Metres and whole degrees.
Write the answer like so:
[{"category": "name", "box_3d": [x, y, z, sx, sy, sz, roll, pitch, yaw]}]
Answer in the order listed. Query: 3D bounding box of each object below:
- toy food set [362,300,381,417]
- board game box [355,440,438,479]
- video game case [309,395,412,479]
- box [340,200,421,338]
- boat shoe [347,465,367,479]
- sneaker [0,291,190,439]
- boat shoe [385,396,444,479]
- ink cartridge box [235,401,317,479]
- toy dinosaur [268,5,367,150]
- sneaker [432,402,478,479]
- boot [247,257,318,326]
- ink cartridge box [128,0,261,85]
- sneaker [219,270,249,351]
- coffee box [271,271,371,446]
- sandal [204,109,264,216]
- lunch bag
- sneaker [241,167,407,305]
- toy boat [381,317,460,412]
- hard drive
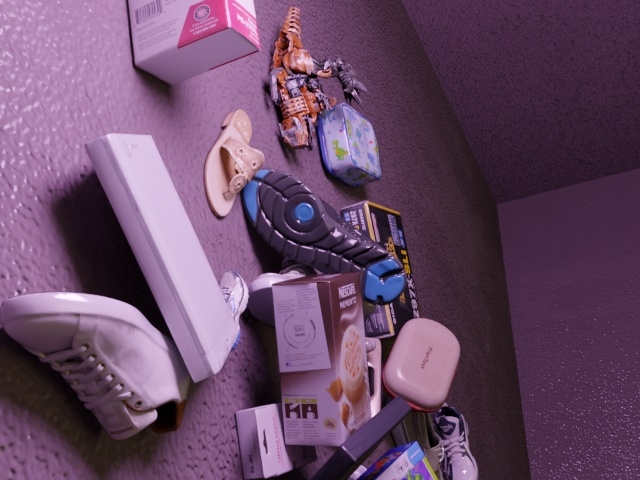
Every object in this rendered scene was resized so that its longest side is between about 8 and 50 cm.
[{"category": "toy food set", "box_3d": [0.082, 0.221, 1.459, 0.306, 0.092, 0.220, 67, 21, -50]}, {"category": "board game box", "box_3d": [0.098, 0.518, 1.175, 0.347, 0.078, 0.233, -25, 84, -48]}, {"category": "video game case", "box_3d": [0.015, 0.362, 1.103, 0.035, 0.248, 0.275, 44, 17, 15]}, {"category": "box", "box_3d": [0.157, 0.079, 1.800, 0.257, 0.079, 0.322, 14, 64, -67]}, {"category": "boat shoe", "box_3d": [0.090, 0.568, 1.298, 0.103, 0.118, 0.321, 6, 64, -62]}, {"category": "sneaker", "box_3d": [-0.231, 0.147, 0.804, 0.290, 0.105, 0.123, 44, 36, -54]}, {"category": "boat shoe", "box_3d": [0.242, 0.494, 1.720, 0.303, 0.094, 0.109, 66, 24, -21]}, {"category": "ink cartridge box", "box_3d": [-0.075, 0.308, 1.133, 0.180, 0.060, 0.104, 16, 62, -64]}, {"category": "toy dinosaur", "box_3d": [-0.029, -0.345, 1.545, 0.218, 0.164, 0.322, 11, 88, -48]}, {"category": "sneaker", "box_3d": [0.353, 0.542, 1.955, 0.153, 0.094, 0.235, 56, 29, -37]}, {"category": "boot", "box_3d": [-0.061, 0.084, 1.287, 0.258, 0.095, 0.124, 53, 24, -59]}, {"category": "ink cartridge box", "box_3d": [-0.201, -0.386, 1.114, 0.100, 0.171, 0.238, 19, 59, -64]}, {"category": "sneaker", "box_3d": [-0.147, 0.100, 1.108, 0.058, 0.052, 0.135, 43, 38, -46]}, {"category": "coffee box", "box_3d": [0.005, 0.180, 1.142, 0.141, 0.098, 0.247, -10, 95, -68]}, {"category": "sandal", "box_3d": [-0.134, -0.149, 1.249, 0.088, 0.079, 0.240, 55, 30, -40]}, {"category": "lunch bag", "box_3d": [0.071, -0.231, 1.766, 0.219, 0.090, 0.176, 14, 65, -65]}, {"category": "sneaker", "box_3d": [0.000, 0.000, 1.324, 0.340, 0.125, 0.139, 39, 1, 0]}, {"category": "toy boat", "box_3d": [0.220, 0.294, 1.652, 0.231, 0.150, 0.151, -60, 175, -38]}, {"category": "hard drive", "box_3d": [-0.196, 0.012, 0.947, 0.203, 0.040, 0.308, -84, 151, -82]}]
